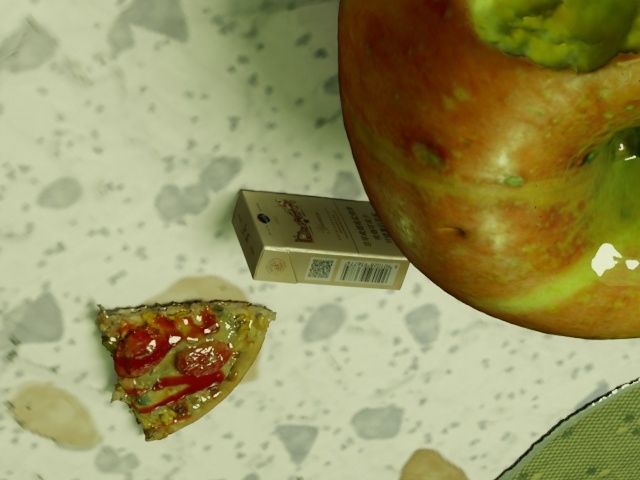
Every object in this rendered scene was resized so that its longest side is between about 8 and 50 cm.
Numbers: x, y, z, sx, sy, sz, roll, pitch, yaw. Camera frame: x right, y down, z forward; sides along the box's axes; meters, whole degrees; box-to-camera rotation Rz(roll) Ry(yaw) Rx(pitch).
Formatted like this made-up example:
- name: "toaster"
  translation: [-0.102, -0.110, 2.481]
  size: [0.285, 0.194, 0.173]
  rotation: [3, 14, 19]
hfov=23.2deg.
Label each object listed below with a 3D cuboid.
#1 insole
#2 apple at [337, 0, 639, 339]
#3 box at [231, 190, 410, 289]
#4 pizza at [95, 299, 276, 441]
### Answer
- name: "insole"
  translation: [0.130, 0.181, 1.017]
  size: [0.322, 0.007, 0.109]
  rotation: [-35, 127, 7]
- name: "apple"
  translation: [0.123, -0.086, 0.687]
  size: [0.246, 0.226, 0.246]
  rotation: [-4, 131, -4]
- name: "box"
  translation: [0.000, 0.000, 0.811]
  size: [0.083, 0.053, 0.024]
  rotation: [4, 124, -20]
- name: "pizza"
  translation: [-0.080, 0.078, 0.857]
  size: [0.100, 0.029, 0.099]
  rotation: [3, 125, -20]
